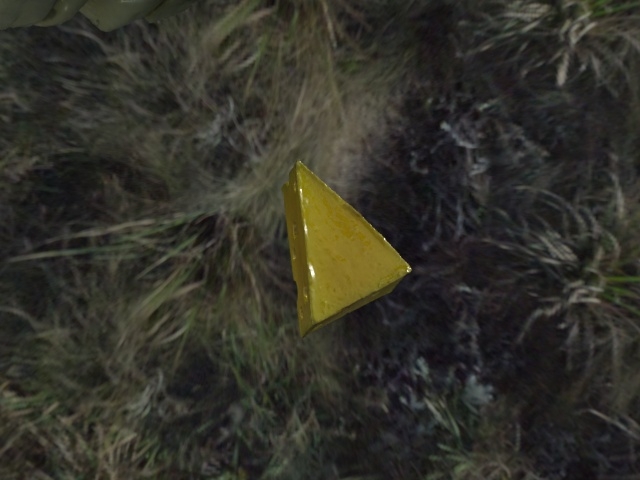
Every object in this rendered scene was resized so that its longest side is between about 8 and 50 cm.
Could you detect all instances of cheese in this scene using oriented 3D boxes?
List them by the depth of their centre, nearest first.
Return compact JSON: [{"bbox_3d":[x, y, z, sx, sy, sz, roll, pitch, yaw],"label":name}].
[{"bbox_3d":[0.000,0.000,0.980,0.126,0.093,0.171,-25,80,-16],"label":"cheese"}]

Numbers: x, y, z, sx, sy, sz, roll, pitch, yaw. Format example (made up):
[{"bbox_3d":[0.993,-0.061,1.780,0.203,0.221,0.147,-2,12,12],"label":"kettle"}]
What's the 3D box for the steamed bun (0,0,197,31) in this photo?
[{"bbox_3d":[-0.145,-0.272,0.606,0.206,0.275,0.320,41,91,22],"label":"steamed bun"}]
